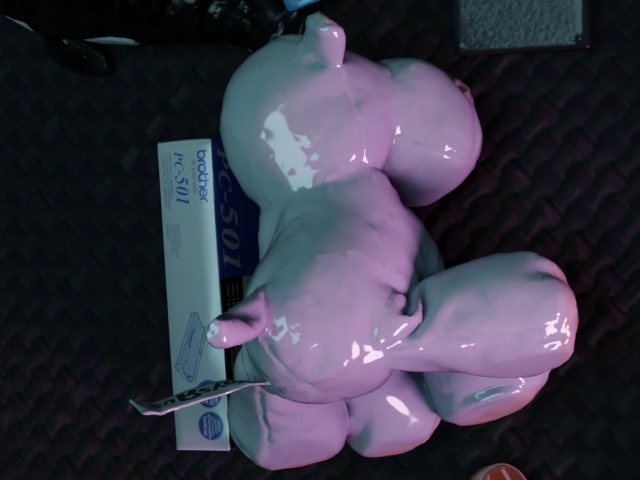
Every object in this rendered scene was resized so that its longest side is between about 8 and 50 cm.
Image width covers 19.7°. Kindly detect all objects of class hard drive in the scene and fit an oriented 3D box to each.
[{"bbox_3d":[0.130,-0.189,1.197,0.094,0.022,0.135,0,93,26],"label":"hard drive"}]

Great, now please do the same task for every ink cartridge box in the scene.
[{"bbox_3d":[-0.064,0.034,1.262,0.046,0.097,0.207,-3,92,26],"label":"ink cartridge box"}]

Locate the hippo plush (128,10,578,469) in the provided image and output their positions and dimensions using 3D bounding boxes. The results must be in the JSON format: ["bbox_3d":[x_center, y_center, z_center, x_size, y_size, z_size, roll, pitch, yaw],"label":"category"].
[{"bbox_3d":[0.000,0.000,1.172,0.234,0.294,0.236,-46,50,52],"label":"hippo plush"}]

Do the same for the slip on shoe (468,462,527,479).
[{"bbox_3d":[0.136,0.210,1.210,0.135,0.051,0.041,58,153,3],"label":"slip on shoe"}]

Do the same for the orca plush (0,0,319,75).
[{"bbox_3d":[-0.152,-0.161,1.278,0.287,0.102,0.151,31,119,10],"label":"orca plush"}]

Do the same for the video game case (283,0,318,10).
[{"bbox_3d":[0.002,-0.248,1.217,0.119,0.015,0.166,-20,105,13],"label":"video game case"}]
